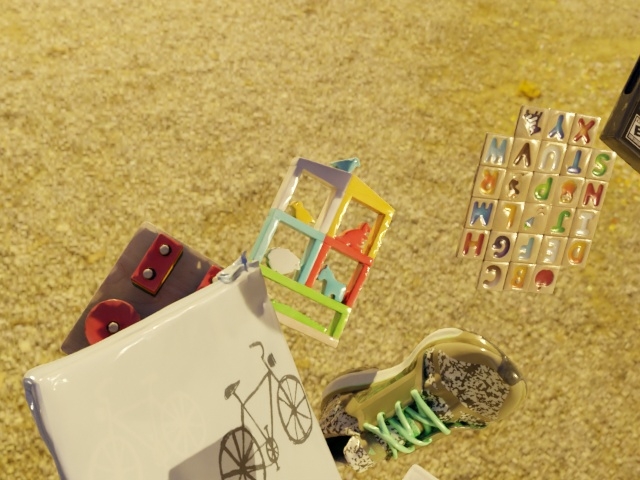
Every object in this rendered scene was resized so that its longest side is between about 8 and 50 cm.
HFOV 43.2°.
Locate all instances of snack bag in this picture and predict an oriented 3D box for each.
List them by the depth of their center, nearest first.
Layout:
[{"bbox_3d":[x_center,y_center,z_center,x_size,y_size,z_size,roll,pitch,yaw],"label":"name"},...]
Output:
[{"bbox_3d":[-0.066,0.201,0.592,0.037,0.343,0.323,-19,5,23],"label":"snack bag"}]

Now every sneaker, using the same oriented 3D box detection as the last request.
[{"bbox_3d":[0.116,0.260,1.137,0.158,0.410,0.182,48,48,-6],"label":"sneaker"}]

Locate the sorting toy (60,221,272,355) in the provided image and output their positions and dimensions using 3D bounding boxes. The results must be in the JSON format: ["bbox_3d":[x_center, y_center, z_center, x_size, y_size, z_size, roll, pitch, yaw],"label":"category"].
[{"bbox_3d":[-0.246,0.131,1.316,0.257,0.089,0.255,31,73,-3],"label":"sorting toy"}]

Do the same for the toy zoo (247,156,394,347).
[{"bbox_3d":[0.000,0.000,1.289,0.192,0.030,0.293,28,81,-22],"label":"toy zoo"}]

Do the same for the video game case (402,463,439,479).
[{"bbox_3d":[0.065,0.229,0.492,0.143,0.019,0.157,-54,28,-9],"label":"video game case"}]

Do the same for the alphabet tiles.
[{"bbox_3d":[0.393,-0.067,1.463,0.285,0.343,0.011,5,16,-22],"label":"alphabet tiles"}]

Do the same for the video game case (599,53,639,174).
[{"bbox_3d":[0.506,-0.164,1.046,0.274,0.035,0.248,32,81,-24],"label":"video game case"}]
